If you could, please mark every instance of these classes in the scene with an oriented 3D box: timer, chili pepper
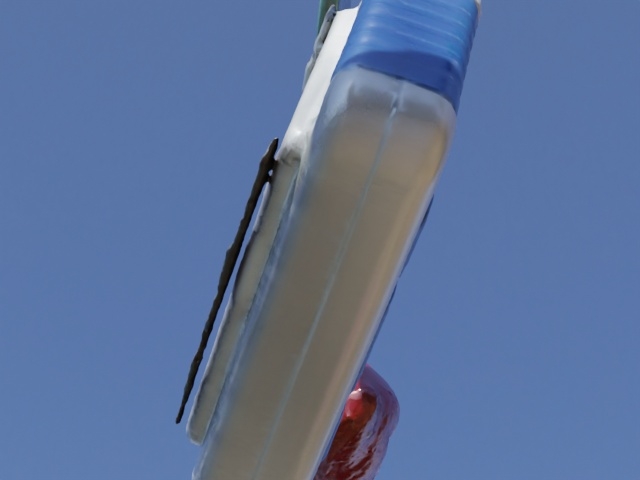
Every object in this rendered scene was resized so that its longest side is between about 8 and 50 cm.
[{"bbox_3d":[0.000,0.000,0.710,0.078,0.178,0.253,19,-57,-1],"label":"timer"},{"bbox_3d":[0.014,0.167,1.197,0.144,0.136,0.252,-14,-24,-25],"label":"chili pepper"}]

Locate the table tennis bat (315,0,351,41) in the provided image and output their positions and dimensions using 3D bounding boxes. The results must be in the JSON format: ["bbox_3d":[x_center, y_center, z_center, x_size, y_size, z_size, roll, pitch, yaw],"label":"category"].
[{"bbox_3d":[0.013,-0.200,1.058,0.038,0.149,0.237,6,-57,5],"label":"table tennis bat"}]
